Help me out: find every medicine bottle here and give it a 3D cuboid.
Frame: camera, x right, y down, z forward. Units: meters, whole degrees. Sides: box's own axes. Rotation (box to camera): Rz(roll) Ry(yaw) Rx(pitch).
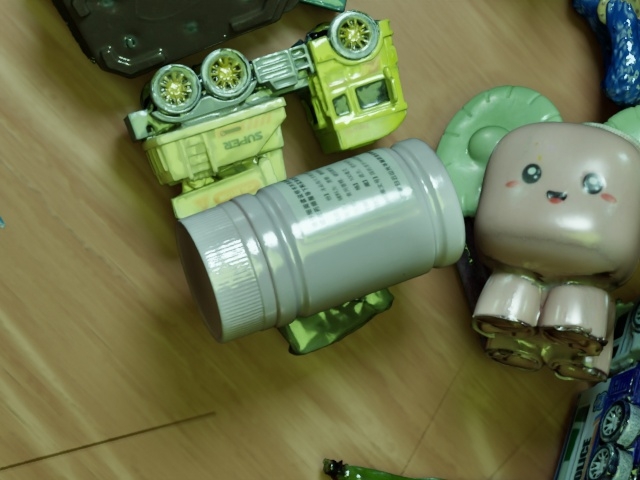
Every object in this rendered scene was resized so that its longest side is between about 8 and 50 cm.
[{"bbox_3d":[0.000,0.000,1.356,0.250,0.133,0.133,-21,96,-15],"label":"medicine bottle"}]

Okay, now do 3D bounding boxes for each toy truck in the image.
[{"bbox_3d":[0.331,0.188,1.491,0.124,0.155,0.268,27,64,-12],"label":"toy truck"},{"bbox_3d":[-0.048,-0.120,1.414,0.272,0.124,0.157,-19,95,-12],"label":"toy truck"}]

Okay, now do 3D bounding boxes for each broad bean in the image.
[{"bbox_3d":[0.142,0.276,1.509,0.297,0.043,0.060,9,81,-12],"label":"broad bean"}]

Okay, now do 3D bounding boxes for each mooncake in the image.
[{"bbox_3d":[-0.004,0.040,1.452,0.125,0.073,0.130,-29,89,-15],"label":"mooncake"}]

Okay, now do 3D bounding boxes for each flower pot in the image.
[{"bbox_3d":[-0.135,-0.243,1.347,0.251,0.084,0.179,-21,127,8],"label":"flower pot"}]

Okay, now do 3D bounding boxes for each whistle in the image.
[{"bbox_3d":[0.164,0.041,1.514,0.033,0.033,0.176,-19,95,-12],"label":"whistle"}]

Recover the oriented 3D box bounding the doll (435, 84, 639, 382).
[{"bbox_3d":[0.242,-0.019,1.431,0.284,0.216,0.268,11,71,17],"label":"doll"}]

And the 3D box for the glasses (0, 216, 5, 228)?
[{"bbox_3d":[-0.412,-0.057,1.313,0.255,0.162,0.095,23,90,-12],"label":"glasses"}]

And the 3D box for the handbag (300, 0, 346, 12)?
[{"bbox_3d":[-0.070,-0.384,1.415,0.274,0.100,0.268,14,87,-12],"label":"handbag"}]

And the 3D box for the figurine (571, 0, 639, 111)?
[{"bbox_3d":[0.353,-0.181,1.517,0.164,0.121,0.262,-19,75,-28],"label":"figurine"}]
